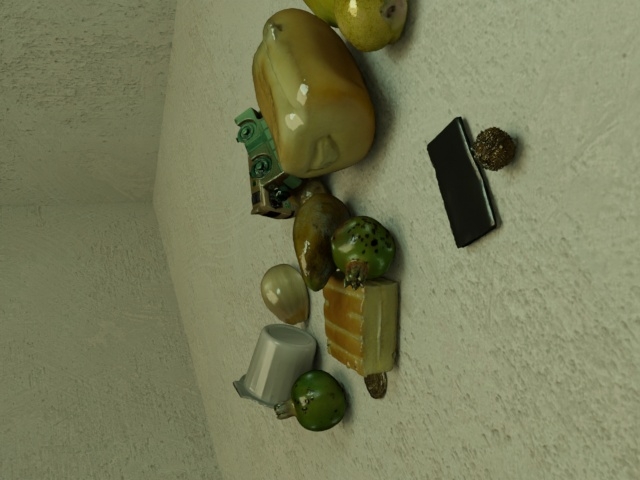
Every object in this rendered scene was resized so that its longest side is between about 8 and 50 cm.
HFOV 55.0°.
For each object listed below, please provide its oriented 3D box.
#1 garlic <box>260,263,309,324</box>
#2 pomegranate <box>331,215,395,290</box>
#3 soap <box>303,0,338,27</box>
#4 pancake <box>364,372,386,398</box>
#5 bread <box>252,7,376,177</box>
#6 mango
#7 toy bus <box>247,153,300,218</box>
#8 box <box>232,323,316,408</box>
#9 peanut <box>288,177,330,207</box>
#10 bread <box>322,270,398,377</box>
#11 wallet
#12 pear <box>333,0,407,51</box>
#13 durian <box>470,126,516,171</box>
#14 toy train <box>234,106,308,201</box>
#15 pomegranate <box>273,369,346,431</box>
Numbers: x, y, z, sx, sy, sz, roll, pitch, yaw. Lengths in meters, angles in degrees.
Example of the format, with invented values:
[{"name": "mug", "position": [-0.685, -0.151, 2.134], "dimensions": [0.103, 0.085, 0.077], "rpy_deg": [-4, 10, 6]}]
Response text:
[{"name": "garlic", "position": [-0.119, 0.165, 2.032], "dimensions": [0.164, 0.146, 0.244], "rpy_deg": [67, 178, -48]}, {"name": "pomegranate", "position": [0.097, 0.033, 1.466], "dimensions": [0.205, 0.159, 0.159], "rpy_deg": [-72, 3, -48]}, {"name": "soap", "position": [0.023, -0.729, 1.583], "dimensions": [0.427, 0.115, 0.305], "rpy_deg": [56, 139, 46]}, {"name": "pancake", "position": [0.143, 0.363, 1.619], "dimensions": [0.115, 0.011, 0.114], "rpy_deg": [176, 90, -65]}, {"name": "bread", "position": [-0.015, -0.354, 1.558], "dimensions": [0.347, 0.253, 0.375], "rpy_deg": [106, 151, -50]}, {"name": "mango", "position": [0.000, 0.000, 1.601], "dimensions": [0.316, 0.146, 0.192], "rpy_deg": [-72, -36, -48]}, {"name": "toy bus", "position": [-0.152, -0.212, 1.978], "dimensions": [0.139, 0.158, 0.289], "rpy_deg": [170, 95, -65]}, {"name": "box", "position": [-0.103, 0.396, 1.932], "dimensions": [0.291, 0.262, 0.206], "rpy_deg": [19, 103, 22]}, {"name": "peanut", "position": [-0.040, -0.140, 1.825], "dimensions": [0.236, 0.110, 0.120], "rpy_deg": [47, 125, 40]}, {"name": "bread", "position": [0.093, 0.205, 1.586], "dimensions": [0.246, 0.111, 0.239], "rpy_deg": [-162, 72, -64]}, {"name": "wallet", "position": [0.283, -0.116, 1.236], "dimensions": [0.124, 0.025, 0.244], "rpy_deg": [134, 129, -57]}, {"name": "pear", "position": [0.113, -0.510, 1.374], "dimensions": [0.178, 0.178, 0.177], "rpy_deg": [176, 90, -65]}, {"name": "durian", "position": [0.313, -0.165, 1.105], "dimensions": [0.091, 0.080, 0.080], "rpy_deg": [119, 144, -82]}, {"name": "toy train", "position": [-0.136, -0.257, 1.783], "dimensions": [0.159, 0.129, 0.326], "rpy_deg": [-34, 56, 16]}, {"name": "pomegranate", "position": [-0.031, 0.471, 1.775], "dimensions": [0.180, 0.210, 0.179], "rpy_deg": [163, 90, -75]}]
